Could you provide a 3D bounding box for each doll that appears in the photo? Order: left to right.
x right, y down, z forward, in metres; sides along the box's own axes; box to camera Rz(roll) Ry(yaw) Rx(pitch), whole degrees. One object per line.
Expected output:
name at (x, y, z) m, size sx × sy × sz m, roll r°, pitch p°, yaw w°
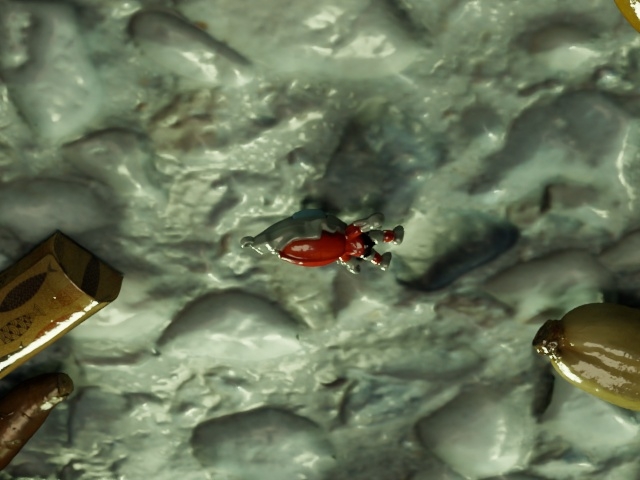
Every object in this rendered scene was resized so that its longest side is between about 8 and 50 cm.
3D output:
doll at (0.000, -0.001, 1.284) m, size 0.114 × 0.039 × 0.057 m, roll 4°, pitch 170°, yaw -17°

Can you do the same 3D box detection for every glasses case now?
glasses case at (-0.226, 0.061, 1.371) m, size 0.065 × 0.041 × 0.170 m, roll 37°, pitch 129°, yaw -27°

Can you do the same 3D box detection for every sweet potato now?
sweet potato at (-0.289, 0.176, 1.486) m, size 0.265 × 0.057 × 0.057 m, roll -29°, pitch 126°, yaw 30°

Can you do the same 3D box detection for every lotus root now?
lotus root at (0.224, 0.085, 1.331) m, size 0.150 × 0.062 × 0.073 m, roll 19°, pitch 112°, yaw -15°

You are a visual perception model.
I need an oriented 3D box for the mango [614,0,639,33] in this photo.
mango at (0.231, -0.144, 1.080) m, size 0.102 × 0.084 × 0.184 m, roll -22°, pitch 135°, yaw 26°
